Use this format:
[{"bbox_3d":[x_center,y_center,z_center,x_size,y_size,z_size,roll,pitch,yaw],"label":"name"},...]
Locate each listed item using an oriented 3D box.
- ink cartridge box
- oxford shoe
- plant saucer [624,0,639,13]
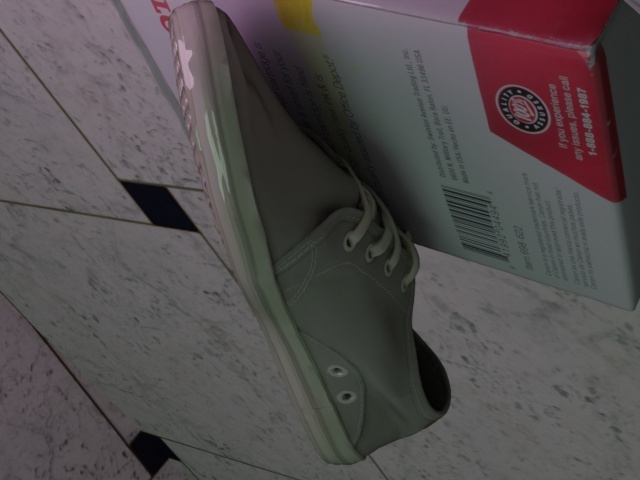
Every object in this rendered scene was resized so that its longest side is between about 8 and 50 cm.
[{"bbox_3d":[0.068,-0.134,0.983,0.384,0.160,0.279,17,152,29],"label":"ink cartridge box"},{"bbox_3d":[0.000,0.000,0.984,0.130,0.169,0.449,-18,133,6],"label":"oxford shoe"},{"bbox_3d":[0.159,-0.239,0.541,0.400,0.100,0.400,45,148,38],"label":"plant saucer"}]
